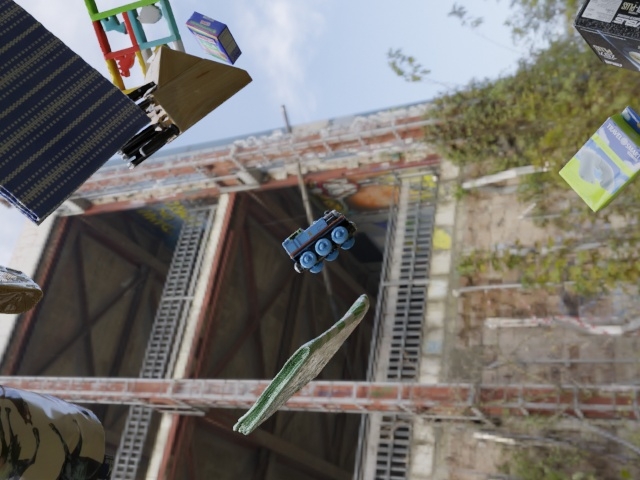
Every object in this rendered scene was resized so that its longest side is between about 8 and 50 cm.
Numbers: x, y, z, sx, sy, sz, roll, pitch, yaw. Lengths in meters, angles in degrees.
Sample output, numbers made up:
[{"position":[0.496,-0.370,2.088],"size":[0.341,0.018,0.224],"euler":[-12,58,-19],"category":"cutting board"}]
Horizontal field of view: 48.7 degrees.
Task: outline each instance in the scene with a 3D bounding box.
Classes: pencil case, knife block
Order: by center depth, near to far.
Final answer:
[{"position":[-0.443,0.272,0.902],"size":[0.183,0.160,0.410],"euler":[65,-172,27],"category":"pencil case"},{"position":[-0.281,-0.249,1.414],"size":[0.276,0.088,0.242],"euler":[8,-103,-32],"category":"knife block"}]

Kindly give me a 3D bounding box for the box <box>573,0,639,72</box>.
[{"position":[0.538,-0.340,1.174],"size":[0.147,0.180,0.077],"euler":[22,-82,-48],"category":"box"}]

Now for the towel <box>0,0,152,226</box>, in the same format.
[{"position":[-0.448,-0.206,1.006],"size":[0.336,0.040,0.243],"euler":[40,-118,-5],"category":"towel"}]

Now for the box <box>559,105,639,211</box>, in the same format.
[{"position":[0.543,-0.149,1.319],"size":[0.042,0.178,0.109],"euler":[-21,-115,-36],"category":"box"}]

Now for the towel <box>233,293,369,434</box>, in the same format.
[{"position":[-0.023,0.233,1.376],"size":[0.038,0.248,0.325],"euler":[42,-155,11],"category":"towel"}]

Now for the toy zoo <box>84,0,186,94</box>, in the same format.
[{"position":[-0.408,-0.445,1.609],"size":[0.030,0.192,0.293],"euler":[-61,-42,-64],"category":"toy zoo"}]

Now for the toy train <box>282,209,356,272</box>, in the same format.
[{"position":[0.000,0.000,1.745],"size":[0.105,0.184,0.080],"euler":[54,-174,24],"category":"toy train"}]

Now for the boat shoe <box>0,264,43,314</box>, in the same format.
[{"position":[-0.666,0.082,1.356],"size":[0.096,0.098,0.277],"euler":[48,-173,22],"category":"boat shoe"}]

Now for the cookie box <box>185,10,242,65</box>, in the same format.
[{"position":[-0.233,-0.443,1.550],"size":[0.040,0.092,0.107],"euler":[-58,-21,-10],"category":"cookie box"}]
